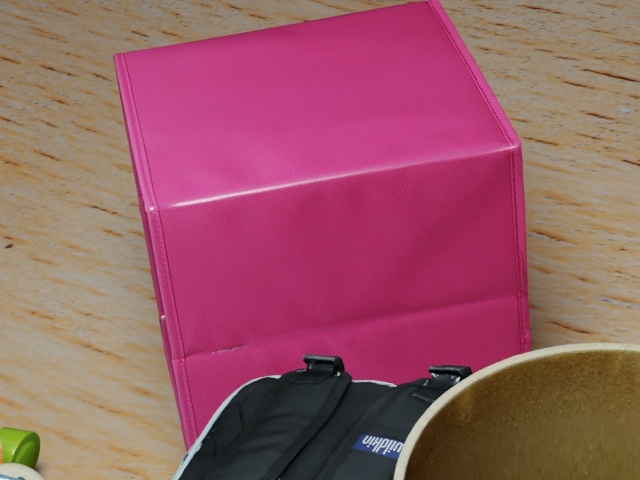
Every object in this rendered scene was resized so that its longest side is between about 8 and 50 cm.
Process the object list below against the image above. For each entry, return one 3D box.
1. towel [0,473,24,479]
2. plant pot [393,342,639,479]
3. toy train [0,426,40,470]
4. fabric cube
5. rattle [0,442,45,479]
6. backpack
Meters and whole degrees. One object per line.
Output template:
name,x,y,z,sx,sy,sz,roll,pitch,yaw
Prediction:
towel,-0.280,0.275,1.067,0.271,0.040,0.370,16,54,0
plant pot,0.150,0.226,1.017,0.237,0.254,0.237,1,39,-1
toy train,-0.270,0.143,1.422,0.143,0.105,0.248,14,37,15
fabric cube,0.000,0.000,1.427,0.258,0.259,0.254,-11,31,-7
rattle,-0.196,0.184,1.222,0.130,0.143,0.200,-5,71,-12
backpack,0.001,0.208,1.157,0.225,0.191,0.253,5,27,26
